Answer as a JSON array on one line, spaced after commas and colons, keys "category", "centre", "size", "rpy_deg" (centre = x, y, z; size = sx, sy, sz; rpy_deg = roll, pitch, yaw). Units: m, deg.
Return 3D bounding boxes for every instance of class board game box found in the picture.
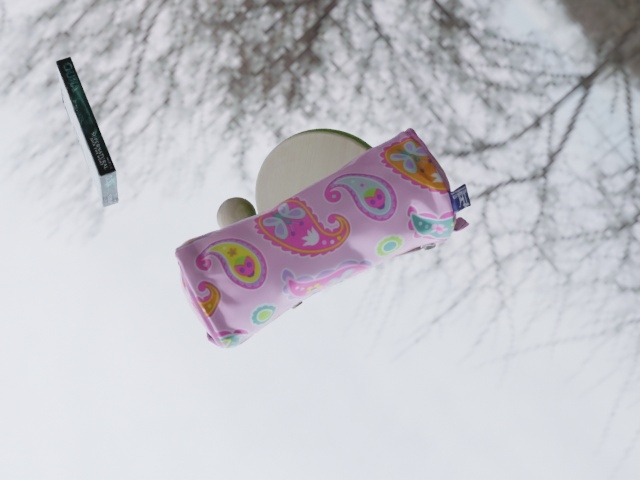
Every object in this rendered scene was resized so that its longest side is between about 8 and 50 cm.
[{"category": "board game box", "centre": [-0.331, -0.153, 1.899], "size": [0.126, 0.026, 0.186], "rpy_deg": [109, 140, -70]}]

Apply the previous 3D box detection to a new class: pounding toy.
[{"category": "pounding toy", "centre": [0.000, -0.053, 1.724], "size": [0.183, 0.237, 0.110], "rpy_deg": [47, -154, -6]}]

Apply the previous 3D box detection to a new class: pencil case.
[{"category": "pencil case", "centre": [0.000, 0.000, 1.300], "size": [0.124, 0.284, 0.124], "rpy_deg": [63, 174, 11]}]
